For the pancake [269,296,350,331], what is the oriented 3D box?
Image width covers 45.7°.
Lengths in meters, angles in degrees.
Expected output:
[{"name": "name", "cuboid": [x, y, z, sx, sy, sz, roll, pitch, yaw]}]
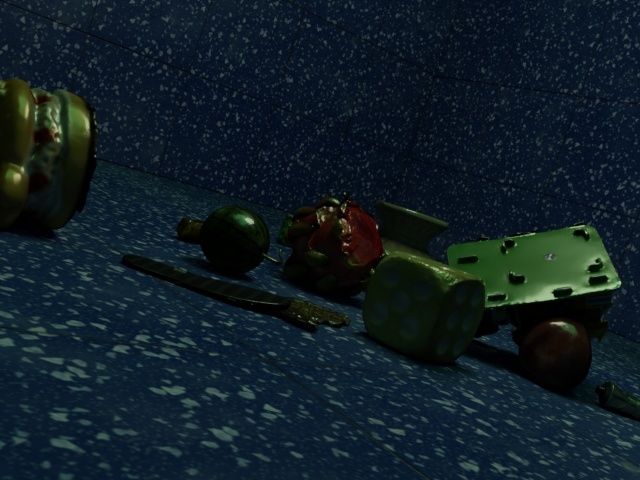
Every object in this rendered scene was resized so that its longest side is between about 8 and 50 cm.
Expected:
[{"name": "pancake", "cuboid": [-0.012, 0.137, 1.384, 0.190, 0.020, 0.184, 14, 6, -32]}]

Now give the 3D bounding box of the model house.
[{"name": "model house", "cuboid": [0.458, 0.168, 1.682, 0.357, 0.313, 0.242, -9, 32, 7]}]

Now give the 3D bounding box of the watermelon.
[{"name": "watermelon", "cuboid": [-0.162, 0.005, 1.587, 0.187, 0.141, 0.140, 24, 7, 20]}]

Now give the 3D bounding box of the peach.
[{"name": "peach", "cuboid": [0.486, 0.224, 1.527, 0.152, 0.152, 0.152, 18, 5, -2]}]

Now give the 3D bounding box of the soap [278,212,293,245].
[{"name": "soap", "cuboid": [0.001, -0.002, 2.507, 0.273, 0.098, 0.218, 18, 5, -4]}]

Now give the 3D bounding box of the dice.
[{"name": "dice", "cuboid": [0.193, 0.123, 1.416, 0.169, 0.169, 0.166, 22, 7, 40]}]

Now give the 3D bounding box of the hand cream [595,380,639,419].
[{"name": "hand cream", "cuboid": [0.656, 0.333, 1.486, 0.247, 0.052, 0.075, 19, 6, 0]}]

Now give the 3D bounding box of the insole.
[{"name": "insole", "cuboid": [-0.201, 0.073, 1.342, 0.309, 0.012, 0.110, 16, 10, 6]}]

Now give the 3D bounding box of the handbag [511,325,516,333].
[{"name": "handbag", "cuboid": [0.617, 0.209, 2.098, 0.151, 0.171, 0.298, 24, 10, 17]}]

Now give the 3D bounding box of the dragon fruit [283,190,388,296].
[{"name": "dragon fruit", "cuboid": [0.030, 0.013, 1.798, 0.228, 0.243, 0.307, 57, 13, -20]}]

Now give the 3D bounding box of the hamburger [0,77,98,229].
[{"name": "hamburger", "cuboid": [-0.532, -0.140, 1.358, 0.186, 0.261, 0.303, 7, 52, -38]}]

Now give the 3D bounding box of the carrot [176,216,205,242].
[{"name": "carrot", "cuboid": [-0.261, -0.016, 1.896, 0.069, 0.069, 0.228, 23, 8, 42]}]

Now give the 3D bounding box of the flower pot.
[{"name": "flower pot", "cuboid": [0.220, 0.032, 2.108, 0.307, 0.244, 0.307, 19, 5, -2]}]
